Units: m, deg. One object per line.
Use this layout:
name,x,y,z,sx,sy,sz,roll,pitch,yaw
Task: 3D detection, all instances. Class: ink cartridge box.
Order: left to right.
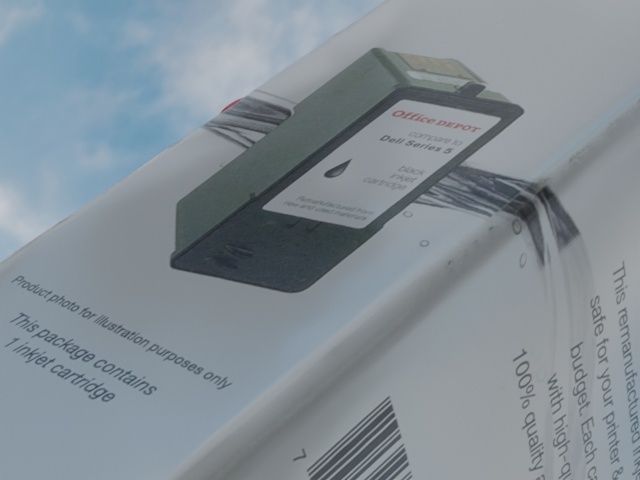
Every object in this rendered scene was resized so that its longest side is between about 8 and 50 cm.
ink cartridge box,0.015,0.065,0.442,0.115,0.273,0.198,22,-43,40

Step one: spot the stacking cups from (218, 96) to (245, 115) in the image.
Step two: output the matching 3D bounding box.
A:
stacking cups,0.000,0.000,1.287,0.096,0.096,0.316,-44,-124,25
